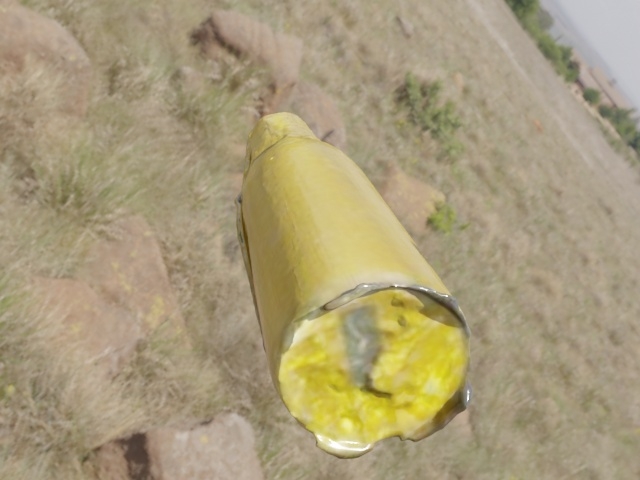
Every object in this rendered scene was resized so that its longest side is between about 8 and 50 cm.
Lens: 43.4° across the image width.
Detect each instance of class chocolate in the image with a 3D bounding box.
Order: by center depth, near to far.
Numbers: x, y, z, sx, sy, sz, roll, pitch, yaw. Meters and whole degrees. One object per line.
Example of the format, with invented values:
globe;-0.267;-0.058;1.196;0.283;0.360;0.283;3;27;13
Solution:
chocolate;0.000;0.000;0.774;0.162;0.162;0.445;40;14;-28
